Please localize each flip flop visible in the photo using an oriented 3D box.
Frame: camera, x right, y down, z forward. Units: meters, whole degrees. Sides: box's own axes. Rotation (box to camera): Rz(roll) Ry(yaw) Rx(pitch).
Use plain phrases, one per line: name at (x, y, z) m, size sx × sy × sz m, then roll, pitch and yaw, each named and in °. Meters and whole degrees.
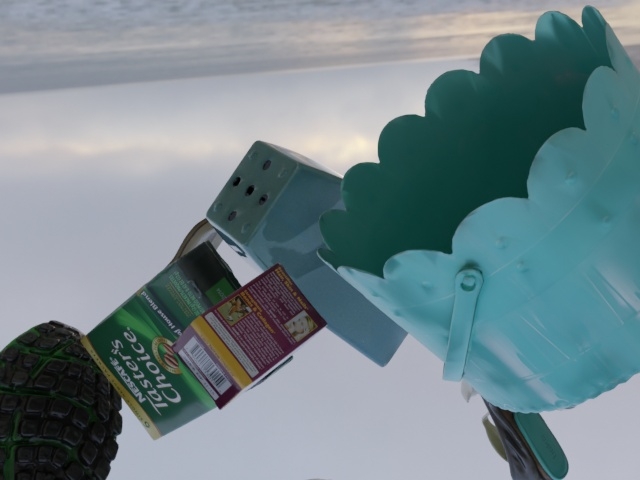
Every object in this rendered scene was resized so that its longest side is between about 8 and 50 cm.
flip flop at (-0.242, 0.075, 1.777) m, size 0.080 × 0.277 × 0.112 m, roll 43°, pitch -159°, yaw 18°

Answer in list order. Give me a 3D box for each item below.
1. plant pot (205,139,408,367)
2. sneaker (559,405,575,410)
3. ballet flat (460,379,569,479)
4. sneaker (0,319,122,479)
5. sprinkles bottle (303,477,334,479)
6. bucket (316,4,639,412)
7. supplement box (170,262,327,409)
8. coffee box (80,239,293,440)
plant pot at (0.000, 0.000, 1.068) m, size 0.234 × 0.165 × 0.165 m, roll 33°, pitch -179°, yaw -36°
sneaker at (0.377, 0.154, 1.589) m, size 0.107 × 0.275 × 0.110 m, roll -16°, pitch 172°, yaw -33°
ballet flat at (0.257, 0.230, 1.354) m, size 0.095 × 0.280 × 0.096 m, roll -17°, pitch 174°, yaw -45°
sneaker at (-0.283, 0.218, 0.776) m, size 0.146 × 0.134 × 0.343 m, roll -16°, pitch -136°, yaw 46°
sprinkles bottle at (0.020, 0.388, 0.799) m, size 0.121 × 0.355 × 0.121 m, roll -17°, pitch -175°, yaw 2°
bucket at (0.153, -0.018, 0.717) m, size 0.281 × 0.183 × 0.281 m, roll -38°, pitch -161°, yaw 16°
supplement box at (-0.046, 0.061, 0.613) m, size 0.083 × 0.055 × 0.043 m, roll -33°, pitch 171°, yaw -41°
coffee box at (-0.112, 0.085, 0.745) m, size 0.040 × 0.113 × 0.184 m, roll -38°, pitch -177°, yaw -43°
